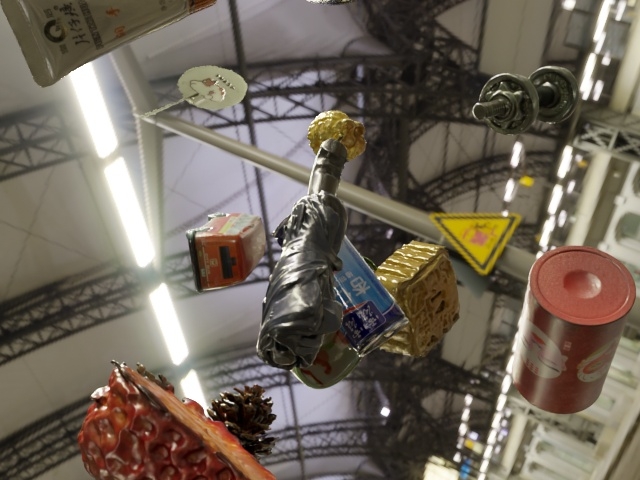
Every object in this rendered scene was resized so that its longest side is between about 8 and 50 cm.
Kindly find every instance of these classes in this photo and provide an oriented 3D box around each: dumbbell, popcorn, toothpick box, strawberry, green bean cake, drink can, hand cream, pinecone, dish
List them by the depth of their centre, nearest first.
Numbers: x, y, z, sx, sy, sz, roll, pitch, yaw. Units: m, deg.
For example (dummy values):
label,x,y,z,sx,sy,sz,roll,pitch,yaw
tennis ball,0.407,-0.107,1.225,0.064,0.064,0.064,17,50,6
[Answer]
label,x,y,z,sx,sy,sz,roll,pitch,yaw
strawberry,-0.162,0.276,0.898,0.150,0.280,0.253,-50,-1,-10
dumbbell,0.275,-0.185,1.004,0.254,0.082,0.081,-20,-49,-45
hand cream,-0.314,-0.356,1.163,0.314,0.089,0.139,-30,-63,-21
drink can,0.029,0.056,1.173,0.097,0.235,0.097,-34,-13,-9
pinecone,-0.154,0.354,1.457,0.173,0.174,0.173,-48,-29,-37
toothpick box,0.517,0.193,1.597,0.204,0.204,0.333,-51,-29,-33
dish,0.002,0.174,1.788,0.324,0.124,0.324,-26,-55,-44
green bean cake,0.225,0.138,1.810,0.230,0.131,0.224,-38,-57,-35
popcorn,0.050,-0.308,2.280,0.170,0.180,0.180,-109,25,-56

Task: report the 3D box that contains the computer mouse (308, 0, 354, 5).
label,x,y,z,sx,sy,sz,roll,pitch,yaw
computer mouse,0.077,-0.489,1.411,0.295,0.168,0.087,-21,-90,-45

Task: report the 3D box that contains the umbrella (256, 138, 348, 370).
label,x,y,z,sx,sy,sz,roll,pitch,yaw
umbrella,-0.003,0.005,0.672,0.248,0.071,0.071,-76,-9,-46

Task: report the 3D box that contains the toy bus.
label,x,y,z,sx,sy,sz,roll,pitch,yaw
toy bus,-0.180,0.013,1.522,0.265,0.120,0.121,-64,-32,-77

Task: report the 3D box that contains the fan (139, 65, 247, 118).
label,x,y,z,sx,sy,sz,roll,pitch,yaw
fan,-0.347,-0.387,2.059,0.329,0.191,0.009,-33,-28,-31
